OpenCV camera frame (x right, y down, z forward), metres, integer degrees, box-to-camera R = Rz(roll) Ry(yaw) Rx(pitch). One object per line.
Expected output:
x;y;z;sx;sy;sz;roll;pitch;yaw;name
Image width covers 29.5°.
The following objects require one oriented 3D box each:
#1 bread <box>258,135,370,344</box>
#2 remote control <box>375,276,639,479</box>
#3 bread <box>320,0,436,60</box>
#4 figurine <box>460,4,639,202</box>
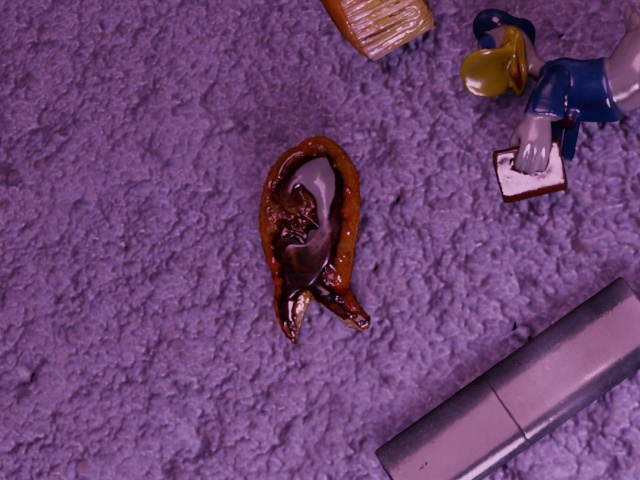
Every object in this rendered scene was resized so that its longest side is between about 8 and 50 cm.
-0.008;-0.002;1.601;0.139;0.095;0.269;-7;89;17;bread
0.246;0.195;1.495;0.377;0.044;0.107;-37;65;5;remote control
0.054;-0.364;1.619;0.133;0.179;0.250;-26;69;13;bread
0.303;-0.174;1.534;0.283;0.204;0.338;-50;57;7;figurine
